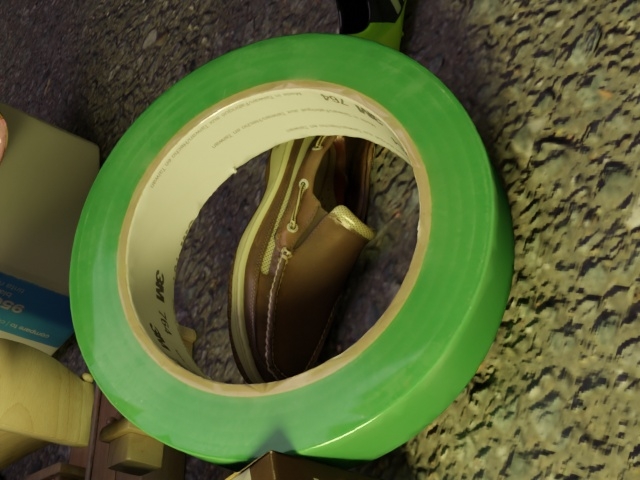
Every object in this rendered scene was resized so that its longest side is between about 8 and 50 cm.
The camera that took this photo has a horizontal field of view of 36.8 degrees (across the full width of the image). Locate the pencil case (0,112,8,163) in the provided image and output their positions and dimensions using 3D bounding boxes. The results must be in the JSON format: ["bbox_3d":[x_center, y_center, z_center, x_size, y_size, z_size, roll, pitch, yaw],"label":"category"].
[{"bbox_3d":[-0.483,-0.169,1.143,0.167,0.160,0.386,-57,36,8],"label":"pencil case"}]

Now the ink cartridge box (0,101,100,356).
[{"bbox_3d":[-0.456,0.062,1.244,0.395,0.166,0.285,-43,40,29],"label":"ink cartridge box"}]

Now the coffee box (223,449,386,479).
[{"bbox_3d":[0.006,0.265,0.565,0.098,0.141,0.246,-41,43,30],"label":"coffee box"}]

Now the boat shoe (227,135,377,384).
[{"bbox_3d":[-0.005,-0.003,0.780,0.095,0.095,0.257,-13,59,41],"label":"boat shoe"}]

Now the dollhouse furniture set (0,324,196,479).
[{"bbox_3d":[-0.301,0.129,0.849,0.303,0.356,0.173,-30,48,40],"label":"dollhouse furniture set"}]

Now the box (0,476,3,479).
[{"bbox_3d":[-0.525,0.361,0.896,0.480,0.472,0.297,17,83,54],"label":"box"}]

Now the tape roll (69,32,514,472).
[{"bbox_3d":[-0.026,0.006,0.698,0.321,0.077,0.321,-8,66,19],"label":"tape roll"}]

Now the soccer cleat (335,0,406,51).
[{"bbox_3d":[0.048,-0.235,0.862,0.060,0.072,0.178,-15,58,47],"label":"soccer cleat"}]
